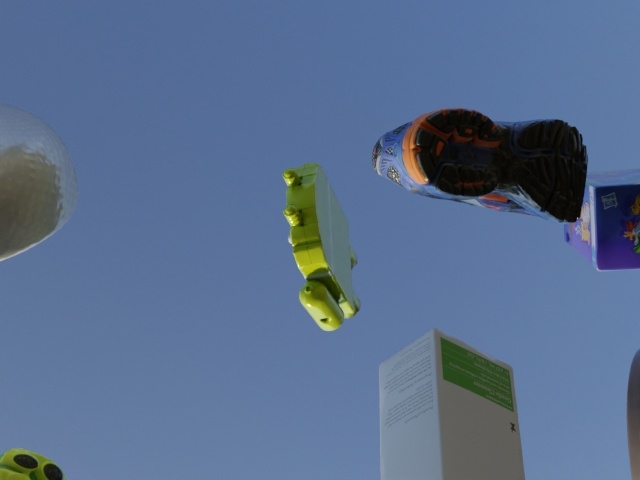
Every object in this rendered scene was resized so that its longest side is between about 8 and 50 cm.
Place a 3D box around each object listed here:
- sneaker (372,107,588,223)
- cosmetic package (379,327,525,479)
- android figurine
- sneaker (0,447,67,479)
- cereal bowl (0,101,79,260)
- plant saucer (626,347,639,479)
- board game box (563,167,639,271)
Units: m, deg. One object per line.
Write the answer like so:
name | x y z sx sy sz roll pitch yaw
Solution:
sneaker | 0.133 -0.063 0.814 0.221 0.087 0.083 12 -94 -38
cosmetic package | 0.213 0.355 1.659 0.197 0.155 0.365 27 -138 -28
android figurine | 0.000 0.000 1.484 0.273 0.056 0.248 58 -156 -55
sneaker | -0.390 0.385 1.379 0.295 0.124 0.109 78 -157 -45
cereal bowl | -0.484 -0.094 1.286 0.339 0.339 0.141 -22 -53 -30
plant saucer | 0.356 0.221 1.019 0.278 0.041 0.277 27 -122 -56
board game box | 0.423 -0.033 0.985 0.347 0.233 0.078 -4 -84 6
